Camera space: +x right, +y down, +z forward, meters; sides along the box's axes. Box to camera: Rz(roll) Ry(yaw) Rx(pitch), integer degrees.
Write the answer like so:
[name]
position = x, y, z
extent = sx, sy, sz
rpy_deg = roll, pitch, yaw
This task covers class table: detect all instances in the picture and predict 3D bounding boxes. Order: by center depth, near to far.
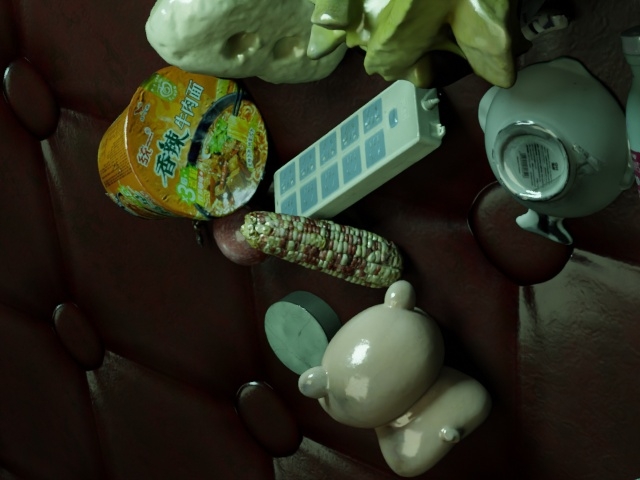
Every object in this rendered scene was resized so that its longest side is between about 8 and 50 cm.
[table]
position = -0.024, 0.147, 1.906
extent = 0.133, 0.043, 0.133
rpy_deg = 23, 128, 33

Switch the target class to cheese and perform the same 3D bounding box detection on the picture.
[cheese]
position = -0.095, -0.296, 1.566
extent = 0.251, 0.248, 0.173
rpy_deg = 48, 139, 1

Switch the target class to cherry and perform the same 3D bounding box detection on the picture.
[cherry]
position = -0.134, -0.007, 1.897
extent = 0.107, 0.090, 0.225
rpy_deg = 49, 158, -13

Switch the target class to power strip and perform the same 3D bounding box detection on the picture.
[power strip]
position = 0.046, -0.112, 1.648
extent = 0.367, 0.043, 0.106
rpy_deg = -33, 54, 48

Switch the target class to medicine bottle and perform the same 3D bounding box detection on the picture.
[medicine bottle]
position = 0.379, -0.128, 1.323
extent = 0.090, 0.090, 0.216
rpy_deg = 2, 115, 43

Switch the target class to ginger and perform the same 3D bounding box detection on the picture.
[ginger]
position = 0.076, -0.352, 1.304
extent = 0.413, 0.211, 0.358
rpy_deg = 27, 104, 39

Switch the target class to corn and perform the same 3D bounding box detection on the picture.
[corn]
position = 0.003, 0.010, 1.688
extent = 0.237, 0.079, 0.079
rpy_deg = 14, 139, -18

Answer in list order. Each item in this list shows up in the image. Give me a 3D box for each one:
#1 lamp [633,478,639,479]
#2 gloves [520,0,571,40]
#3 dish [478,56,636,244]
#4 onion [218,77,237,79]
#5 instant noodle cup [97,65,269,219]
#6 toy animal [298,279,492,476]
[lamp]
position = 0.502, 0.409, 1.488
extent = 0.284, 0.147, 0.209
rpy_deg = 27, 132, 41
[gloves]
position = 0.198, -0.270, 1.402
extent = 0.212, 0.111, 0.127
rpy_deg = -31, 87, 56
[dish]
position = 0.268, -0.095, 1.458
extent = 0.224, 0.078, 0.246
rpy_deg = 23, 128, 31
[onion]
position = -0.144, -0.280, 1.713
extent = 0.119, 0.118, 0.117
rpy_deg = -20, 115, 48
[instant noodle cup]
position = -0.219, -0.128, 1.805
extent = 0.182, 0.230, 0.230
rpy_deg = -16, 102, 56
[toy animal]
position = 0.113, 0.212, 1.697
extent = 0.221, 0.210, 0.229
rpy_deg = 45, 172, 25
